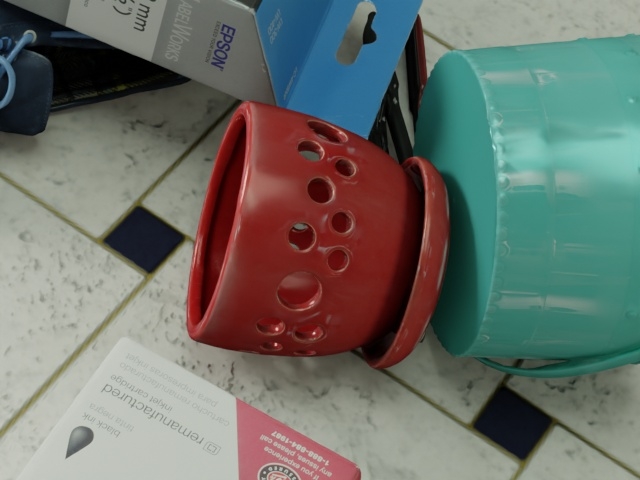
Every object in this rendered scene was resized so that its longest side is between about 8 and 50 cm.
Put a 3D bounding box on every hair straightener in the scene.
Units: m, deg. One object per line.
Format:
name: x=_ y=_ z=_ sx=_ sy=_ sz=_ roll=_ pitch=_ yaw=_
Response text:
hair straightener: x=0.052 y=-0.103 z=1.647 sx=0.089 sy=0.047 sz=0.230 roll=3 pitch=59 yaw=-10

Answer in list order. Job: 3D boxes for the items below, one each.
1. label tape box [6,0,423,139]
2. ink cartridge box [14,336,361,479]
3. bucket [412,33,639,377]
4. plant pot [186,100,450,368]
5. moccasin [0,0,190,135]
label tape box: x=-0.079 y=-0.253 z=1.543 sx=0.348 sy=0.115 sz=0.249 roll=22 pitch=50 yaw=1
ink cartridge box: x=-0.129 y=0.239 z=1.311 sx=0.207 sy=0.117 sz=0.283 roll=29 pitch=54 yaw=8
bucket: x=0.187 y=-0.029 z=1.485 sx=0.183 sy=0.281 sz=0.281 roll=-1 pitch=56 yaw=-12
plant pot: x=0.000 y=0.000 z=1.468 sx=0.174 sy=0.191 sz=0.191 roll=10 pitch=54 yaw=-12
moccasin: x=-0.246 y=-0.145 z=1.547 sx=0.342 sy=0.137 sz=0.117 roll=-21 pitch=67 yaw=-24
